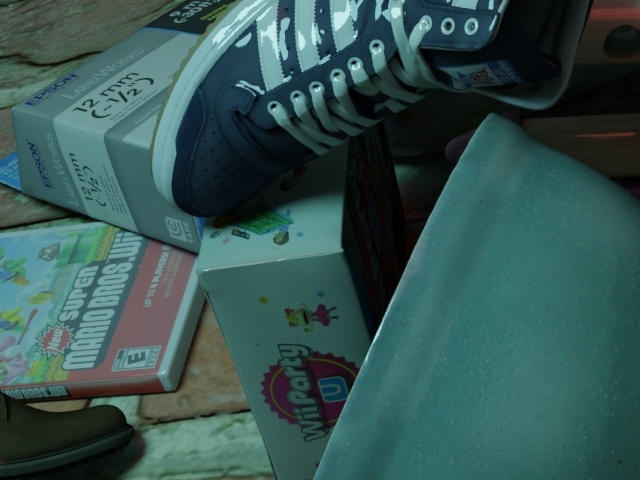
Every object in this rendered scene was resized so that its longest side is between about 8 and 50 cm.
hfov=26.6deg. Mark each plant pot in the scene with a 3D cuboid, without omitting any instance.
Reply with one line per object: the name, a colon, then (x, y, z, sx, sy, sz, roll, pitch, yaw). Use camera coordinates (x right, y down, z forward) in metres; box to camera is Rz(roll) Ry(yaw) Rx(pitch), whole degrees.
plant pot: (0.122, 0.105, 0.694, 0.196, 0.293, 0.293, 23, 49, 9)

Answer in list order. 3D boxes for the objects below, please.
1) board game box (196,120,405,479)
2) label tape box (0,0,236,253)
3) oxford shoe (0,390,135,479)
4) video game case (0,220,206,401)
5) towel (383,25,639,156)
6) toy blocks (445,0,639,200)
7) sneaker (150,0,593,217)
board game box: (0.000, 0.000, 0.964, 0.098, 0.224, 0.303, -8, 39, 11)
label tape box: (-0.144, -0.130, 1.258, 0.348, 0.115, 0.249, 19, 46, 41)
oxford shoe: (-0.245, 0.126, 0.967, 0.227, 0.096, 0.083, 0, -4, -19)
video game case: (-0.234, 0.058, 1.153, 0.285, 0.025, 0.204, -6, 39, 16)
towel: (0.221, -0.186, 1.069, 0.375, 0.320, 0.090, -23, 79, -7)
toy blocks: (0.211, -0.060, 0.894, 0.260, 0.288, 0.309, -3, 43, 11)
sneaker: (0.029, -0.091, 0.751, 0.282, 0.099, 0.153, -48, 54, 11)
